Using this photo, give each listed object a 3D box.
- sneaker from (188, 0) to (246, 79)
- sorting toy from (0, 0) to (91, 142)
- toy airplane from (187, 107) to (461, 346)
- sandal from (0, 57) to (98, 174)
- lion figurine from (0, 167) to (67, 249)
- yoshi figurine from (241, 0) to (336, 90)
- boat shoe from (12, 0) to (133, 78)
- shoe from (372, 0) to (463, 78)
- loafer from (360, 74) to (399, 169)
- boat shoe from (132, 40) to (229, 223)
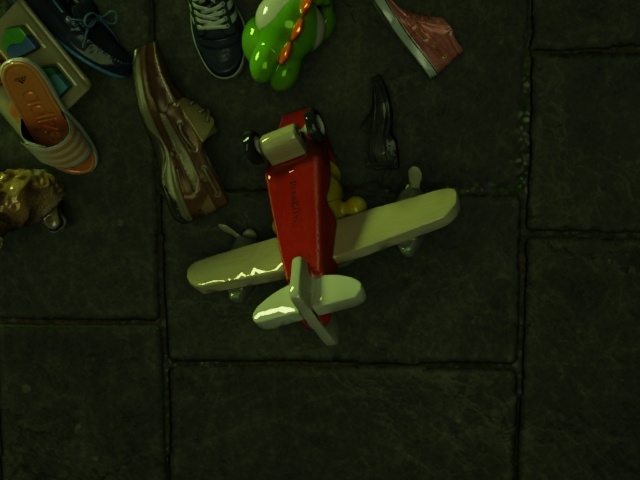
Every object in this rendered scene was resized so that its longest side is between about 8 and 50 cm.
[{"bbox_3d":[-0.188,-0.416,1.611,0.099,0.153,0.282,-5,99,4],"label":"sneaker"},{"bbox_3d":[-0.523,-0.290,1.665,0.208,0.038,0.193,-35,97,32],"label":"sorting toy"},{"bbox_3d":[0.000,0.000,1.614,0.386,0.272,0.384,32,87,30],"label":"toy airplane"},{"bbox_3d":[-0.479,-0.193,1.639,0.102,0.076,0.265,-14,137,10],"label":"sandal"},{"bbox_3d":[-0.632,-0.019,1.626,0.392,0.240,0.142,-17,106,-6],"label":"lion figurine"},{"bbox_3d":[-0.042,-0.427,1.600,0.204,0.203,0.362,21,87,17],"label":"yoshi figurine"},{"bbox_3d":[-0.425,-0.385,1.648,0.258,0.109,0.089,36,110,-6],"label":"boat shoe"},{"bbox_3d":[0.171,-0.375,1.652,0.081,0.063,0.178,-38,101,6],"label":"shoe"},{"bbox_3d":[0.100,-0.207,1.682,0.061,0.062,0.170,-7,98,8],"label":"loafer"},{"bbox_3d":[-0.243,-0.195,1.677,0.120,0.122,0.324,-14,107,-1],"label":"boat shoe"}]
